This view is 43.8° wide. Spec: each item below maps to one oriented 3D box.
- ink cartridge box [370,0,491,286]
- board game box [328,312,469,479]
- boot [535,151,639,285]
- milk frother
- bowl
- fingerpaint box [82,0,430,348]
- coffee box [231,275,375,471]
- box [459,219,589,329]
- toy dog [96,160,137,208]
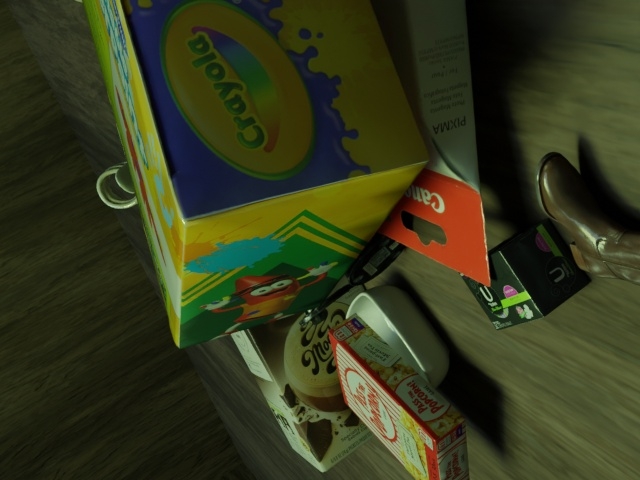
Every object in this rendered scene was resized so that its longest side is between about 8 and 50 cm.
[{"bbox_3d":[0.054,-0.088,0.645,0.189,0.066,0.232,31,131,60],"label":"ink cartridge box"},{"bbox_3d":[0.091,0.194,0.917,0.193,0.045,0.147,42,155,42],"label":"board game box"},{"bbox_3d":[0.198,-0.007,0.509,0.106,0.037,0.114,53,169,-25],"label":"boot"},{"bbox_3d":[0.000,0.000,0.862,0.135,0.143,0.129,48,166,23],"label":"milk frother"},{"bbox_3d":[0.096,0.119,0.943,0.142,0.053,0.142,54,162,13],"label":"bowl"},{"bbox_3d":[-0.100,-0.173,0.668,0.371,0.163,0.445,118,136,-69],"label":"fingerpaint box"},{"bbox_3d":[-0.016,0.128,1.064,0.297,0.168,0.119,63,161,-13],"label":"coffee box"},{"bbox_3d":[0.161,0.030,0.640,0.062,0.052,0.083,57,163,5],"label":"box"},{"bbox_3d":[-0.231,-0.087,1.270,0.333,0.220,0.161,43,180,17],"label":"toy dog"}]
